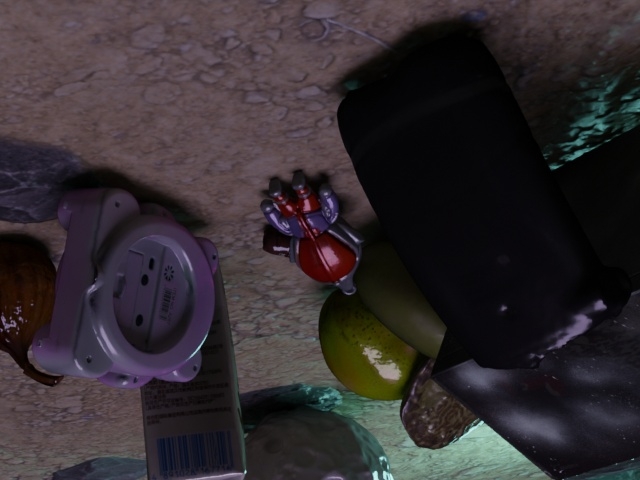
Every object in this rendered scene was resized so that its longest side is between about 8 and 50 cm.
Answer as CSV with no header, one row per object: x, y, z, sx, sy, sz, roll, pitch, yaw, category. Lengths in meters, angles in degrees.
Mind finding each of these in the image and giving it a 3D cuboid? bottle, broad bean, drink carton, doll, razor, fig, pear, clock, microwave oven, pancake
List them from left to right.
-0.385,0.107,1.598,0.134,0.201,0.146,-20,162,1,fig
-0.223,0.065,1.523,0.090,0.227,0.248,3,169,33,clock
-0.181,0.199,1.712,0.132,0.324,0.194,-6,157,-9,drink carton
-0.028,0.001,1.676,0.101,0.047,0.063,6,116,-21,bottle
0.000,0.000,1.606,0.102,0.075,0.227,-16,137,18,doll
0.083,0.142,1.879,0.187,0.187,0.220,-25,138,32,pear
0.173,0.095,1.716,0.119,0.291,0.238,-58,180,13,broad bean
0.213,0.217,1.873,0.235,0.029,0.212,-16,128,-30,pancake
0.162,-0.033,1.315,0.204,0.349,0.113,-33,174,39,razor
0.391,0.046,1.498,0.236,0.374,0.432,40,139,-19,microwave oven

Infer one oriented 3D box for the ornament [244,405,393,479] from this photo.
-0.015,0.476,2.408,0.337,0.337,0.337,-8,156,-3,ornament
